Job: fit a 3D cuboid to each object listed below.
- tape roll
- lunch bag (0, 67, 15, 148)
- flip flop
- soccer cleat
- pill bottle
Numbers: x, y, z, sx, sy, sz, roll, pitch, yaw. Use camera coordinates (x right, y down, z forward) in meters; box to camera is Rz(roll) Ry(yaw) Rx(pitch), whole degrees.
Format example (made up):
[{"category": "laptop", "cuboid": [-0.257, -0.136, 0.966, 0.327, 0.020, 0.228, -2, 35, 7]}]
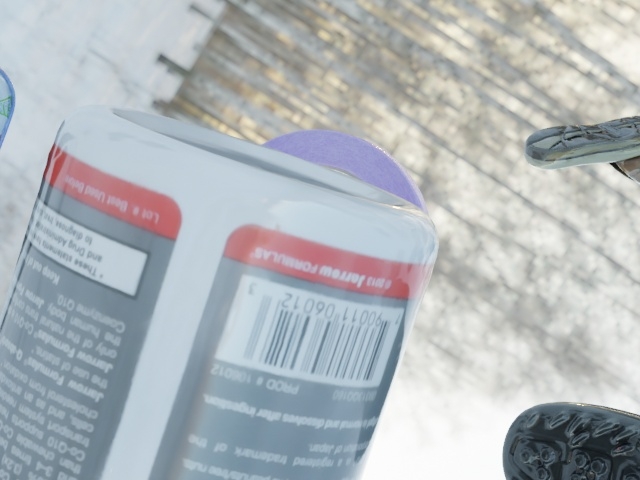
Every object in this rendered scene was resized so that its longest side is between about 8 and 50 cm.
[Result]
[{"category": "tape roll", "cuboid": [0.000, 0.000, 1.923, 0.274, 0.275, 0.090, -57, 175, 5]}, {"category": "lunch bag", "cuboid": [-0.479, -0.135, 1.614, 0.115, 0.303, 0.243, 1, -114, 43]}, {"category": "flip flop", "cuboid": [0.392, -0.105, 1.949, 0.112, 0.277, 0.080, -131, -144, -67]}, {"category": "soccer cleat", "cuboid": [0.274, 0.173, 0.986, 0.116, 0.318, 0.108, -15, 115, -61]}, {"category": "pill bottle", "cuboid": [-0.088, 0.126, 0.822, 0.210, 0.210, 0.362, -116, -136, -81]}]
